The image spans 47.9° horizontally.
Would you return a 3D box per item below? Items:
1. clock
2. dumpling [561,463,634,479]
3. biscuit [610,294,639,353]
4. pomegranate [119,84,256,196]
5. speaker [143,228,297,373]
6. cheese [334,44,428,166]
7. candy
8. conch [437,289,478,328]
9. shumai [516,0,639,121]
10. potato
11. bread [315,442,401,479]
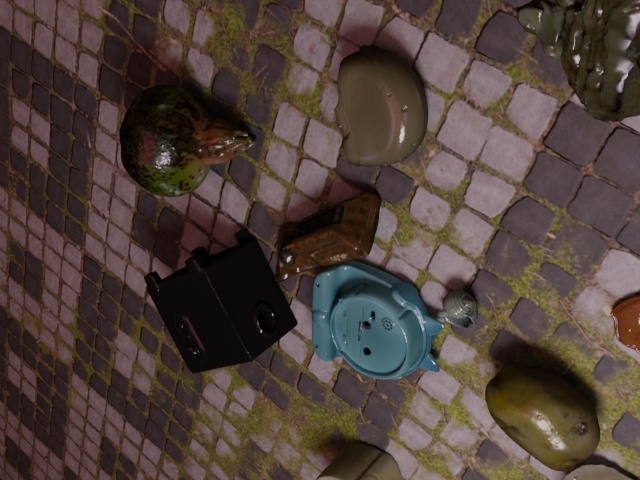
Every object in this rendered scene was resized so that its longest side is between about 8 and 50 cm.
[{"bbox_3d":[0.111,0.171,1.421,0.274,0.094,0.223,18,122,32],"label":"clock"},{"bbox_3d":[0.516,0.537,1.254,0.227,0.175,0.243,-7,124,10],"label":"dumpling"},{"bbox_3d":[0.522,0.141,1.135,0.130,0.019,0.102,34,127,21],"label":"biscuit"},{"bbox_3d":[-0.281,-0.214,1.503,0.204,0.277,0.221,-114,9,-47],"label":"pomegranate"},{"bbox_3d":[-0.226,0.138,1.609,0.232,0.184,0.253,-19,100,42],"label":"speaker"},{"bbox_3d":[0.099,-0.234,1.238,0.175,0.091,0.202,4,112,37],"label":"cheese"},{"bbox_3d":[0.000,0.000,1.409,0.271,0.143,0.101,-16,140,43],"label":"candy"},{"bbox_3d":[0.255,0.124,1.313,0.076,0.056,0.085,42,163,-8],"label":"conch"},{"bbox_3d":[0.391,-0.299,0.949,0.218,0.189,0.255,43,149,37],"label":"shumai"},{"bbox_3d":[0.380,0.301,1.244,0.200,0.137,0.154,45,132,11],"label":"potato"},{"bbox_3d":[0.081,0.538,1.589,0.148,0.141,0.133,2,111,38],"label":"bread"}]
